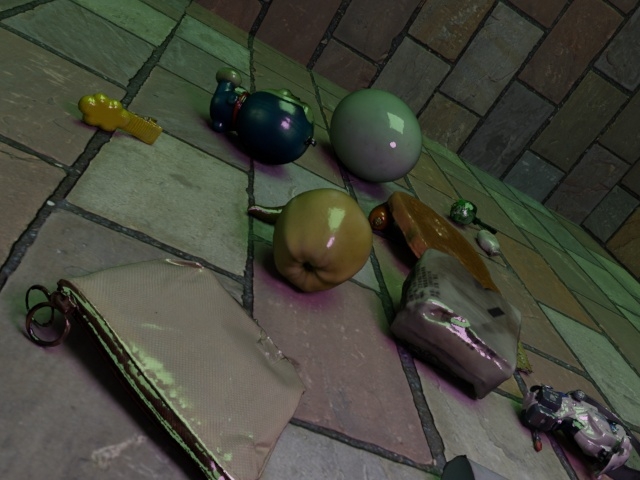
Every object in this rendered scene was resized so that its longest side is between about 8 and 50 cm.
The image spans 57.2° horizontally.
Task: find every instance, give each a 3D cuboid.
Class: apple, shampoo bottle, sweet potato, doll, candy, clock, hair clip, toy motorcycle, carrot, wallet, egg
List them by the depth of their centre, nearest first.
[{"bbox_3d":[-0.163,0.142,0.737,0.335,0.068,0.275,45,28,10],"label":"wallet"},{"bbox_3d":[0.000,0.000,1.085,0.200,0.200,0.200,28,23,-13],"label":"apple"},{"bbox_3d":[0.486,0.355,1.104,0.221,0.102,0.150,25,33,5],"label":"toy motorcycle"},{"bbox_3d":[-0.408,-0.245,1.192,0.173,0.072,0.046,21,21,-50],"label":"hair clip"},{"bbox_3d":[0.590,0.408,1.229,0.215,0.042,0.215,28,23,-13],"label":"clock"},{"bbox_3d":[-0.048,-0.049,1.287,0.250,0.059,0.069,17,40,-26],"label":"sweet potato"},{"bbox_3d":[-0.149,-0.306,1.514,0.322,0.186,0.198,24,-14,22],"label":"doll"},{"bbox_3d":[0.183,-0.074,1.635,0.067,0.067,0.225,37,21,9],"label":"carrot"},{"bbox_3d":[0.175,-0.339,1.884,0.276,0.276,0.389,17,27,-35],"label":"egg"},{"bbox_3d":[0.579,0.016,2.011,0.077,0.045,0.152,31,23,-7],"label":"shampoo bottle"},{"bbox_3d":[0.580,-0.069,2.169,0.324,0.097,0.097,23,23,-45],"label":"candy"}]

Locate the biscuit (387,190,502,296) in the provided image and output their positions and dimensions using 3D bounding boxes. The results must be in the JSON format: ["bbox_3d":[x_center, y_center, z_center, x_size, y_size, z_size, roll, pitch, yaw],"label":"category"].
[{"bbox_3d":[0.330,0.025,1.586,0.385,0.062,0.365,31,24,-32],"label":"biscuit"}]

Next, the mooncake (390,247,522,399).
[{"bbox_3d":[0.264,0.161,1.155,0.250,0.136,0.254,36,31,3],"label":"mooncake"}]

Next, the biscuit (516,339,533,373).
[{"bbox_3d":[0.430,0.247,1.374,0.144,0.016,0.203,31,22,-5],"label":"biscuit"}]

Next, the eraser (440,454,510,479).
[{"bbox_3d":[0.275,0.399,0.771,0.227,0.081,0.174,29,22,-10],"label":"eraser"}]
